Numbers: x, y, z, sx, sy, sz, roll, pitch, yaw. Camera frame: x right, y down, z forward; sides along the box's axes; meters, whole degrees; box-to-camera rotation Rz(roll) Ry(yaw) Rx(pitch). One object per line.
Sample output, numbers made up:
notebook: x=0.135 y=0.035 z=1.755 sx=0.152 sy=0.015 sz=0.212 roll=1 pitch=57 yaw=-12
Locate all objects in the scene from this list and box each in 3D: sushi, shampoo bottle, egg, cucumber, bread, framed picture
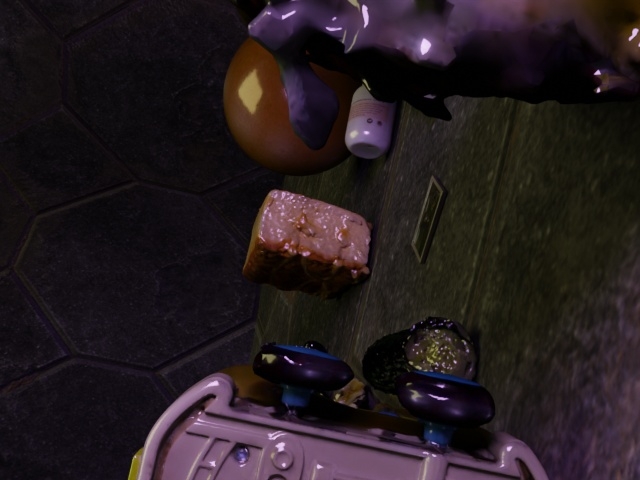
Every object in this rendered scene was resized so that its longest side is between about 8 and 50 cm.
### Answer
sushi: x=0.080 y=-0.212 z=0.441 sx=0.294 sy=0.300 sz=0.281 roll=-106 pitch=14 yaw=-71
shampoo bottle: x=0.088 y=-0.226 z=1.267 sx=0.074 sy=0.074 sz=0.192 roll=119 pitch=163 yaw=-66
egg: x=-0.037 y=-0.269 z=1.471 sx=0.351 sy=0.283 sz=0.282 roll=-84 pitch=10 yaw=-64
cucumber: x=0.078 y=0.119 z=0.767 sx=0.245 sy=0.067 sz=0.067 roll=133 pitch=149 yaw=-73
bread: x=-0.028 y=0.020 z=1.299 sx=0.274 sy=0.185 sz=0.114 roll=133 pitch=153 yaw=-74
framed picture: x=0.123 y=-0.024 z=0.906 sx=0.066 sy=0.007 sz=0.089 roll=-98 pitch=22 yaw=-69

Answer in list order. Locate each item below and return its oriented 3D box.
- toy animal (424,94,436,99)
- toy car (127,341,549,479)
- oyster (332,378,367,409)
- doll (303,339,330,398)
toy animal: x=0.119 y=-0.223 z=1.064 sx=0.202 sy=0.070 sz=0.105 roll=-111 pitch=1 yaw=-79
toy car: x=0.007 y=0.174 z=0.517 sx=0.198 sy=0.248 sz=0.204 roll=130 pitch=152 yaw=-84
oyster: x=0.010 y=0.282 z=0.967 sx=0.223 sy=0.083 sz=0.214 roll=-80 pitch=7 yaw=-77
doll: x=-0.036 y=0.265 z=1.307 sx=0.248 sy=0.088 sz=0.127 roll=-82 pitch=8 yaw=-60
